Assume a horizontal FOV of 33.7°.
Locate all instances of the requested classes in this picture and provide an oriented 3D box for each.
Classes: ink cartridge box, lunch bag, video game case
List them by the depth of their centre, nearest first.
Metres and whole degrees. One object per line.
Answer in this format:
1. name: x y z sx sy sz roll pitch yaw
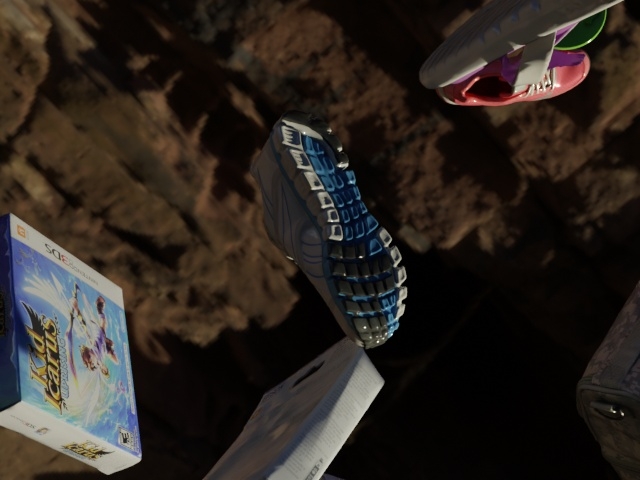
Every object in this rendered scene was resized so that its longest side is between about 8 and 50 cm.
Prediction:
1. ink cartridge box: -0.037 0.188 0.973 0.045 0.223 0.224 45 46 -5
2. lunch bag: 0.452 0.143 1.260 0.213 0.305 0.256 10 -34 50
3. video game case: -0.329 0.133 1.337 0.244 0.061 0.269 44 26 -52

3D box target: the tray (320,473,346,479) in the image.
1. tray: 0.128 0.294 1.025 0.271 0.030 0.145 19 -2 -7

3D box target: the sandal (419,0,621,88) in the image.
1. sandal: 0.242 -0.220 1.121 0.102 0.169 0.416 51 -24 -11

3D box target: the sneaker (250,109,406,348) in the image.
1. sneaker: 0.000 0.000 0.808 0.071 0.083 0.190 -5 65 -41

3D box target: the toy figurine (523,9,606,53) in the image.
1. toy figurine: 0.372 -0.341 1.633 0.130 0.173 0.159 43 -9 9

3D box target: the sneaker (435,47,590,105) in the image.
1. sneaker: 0.390 -0.308 2.075 0.136 0.314 0.115 -113 -166 -67
